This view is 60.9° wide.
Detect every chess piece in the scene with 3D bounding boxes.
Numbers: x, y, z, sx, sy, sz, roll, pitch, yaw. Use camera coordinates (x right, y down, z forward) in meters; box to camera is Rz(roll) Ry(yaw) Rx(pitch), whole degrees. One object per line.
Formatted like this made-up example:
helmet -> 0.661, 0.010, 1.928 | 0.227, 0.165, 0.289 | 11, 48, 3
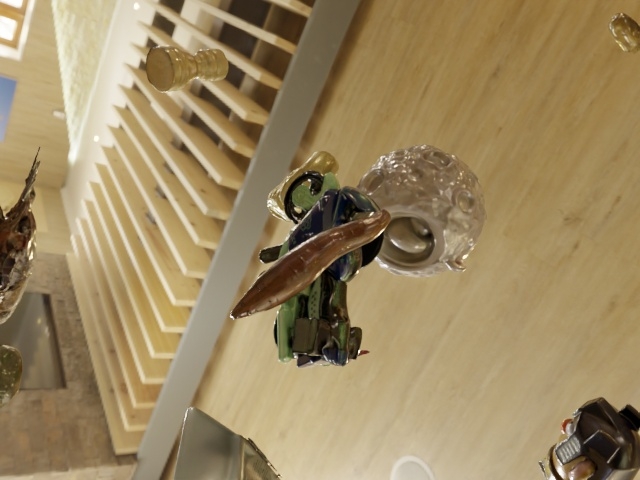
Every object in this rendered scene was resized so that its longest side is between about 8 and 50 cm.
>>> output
chess piece -> -0.198, -0.267, 0.833 | 0.066, 0.122, 0.066 | 17, -61, 32

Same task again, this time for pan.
pan -> 0.000, 0.000, 0.981 | 0.235, 0.028, 0.136 | -15, -92, 13

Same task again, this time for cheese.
cheese -> -0.043, -0.151, 1.501 | 0.226, 0.117, 0.214 | -51, -172, -19

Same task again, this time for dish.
dish -> -0.102, 0.357, 0.757 | 0.080, 0.243, 0.181 | -25, -151, 10

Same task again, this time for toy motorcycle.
toy motorcycle -> 0.007, 0.038, 0.873 | 0.196, 0.125, 0.330 | -7, -108, 39

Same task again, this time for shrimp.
shrimp -> -0.533, 0.003, 0.886 | 0.342, 0.145, 0.116 | -60, -168, 12

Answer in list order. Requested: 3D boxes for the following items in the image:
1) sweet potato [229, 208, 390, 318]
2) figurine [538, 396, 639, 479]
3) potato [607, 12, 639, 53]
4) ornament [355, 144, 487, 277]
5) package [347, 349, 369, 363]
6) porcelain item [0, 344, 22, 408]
sweet potato -> -0.014, 0.027, 0.747 | 0.265, 0.057, 0.057 | -36, -144, -16
figurine -> 0.501, 0.419, 1.027 | 0.143, 0.308, 0.308 | 26, -73, 11
potato -> 0.520, -0.352, 0.922 | 0.040, 0.083, 0.051 | -32, -140, 41
ornament -> 0.249, -0.078, 1.388 | 0.337, 0.337, 0.336 | -16, -111, 50
package -> 0.052, 0.235, 1.095 | 0.083, 0.059, 0.029 | -24, -106, 36
porcelain item -> -0.401, 0.109, 0.538 | 0.069, 0.215, 0.081 | -22, -126, 5
